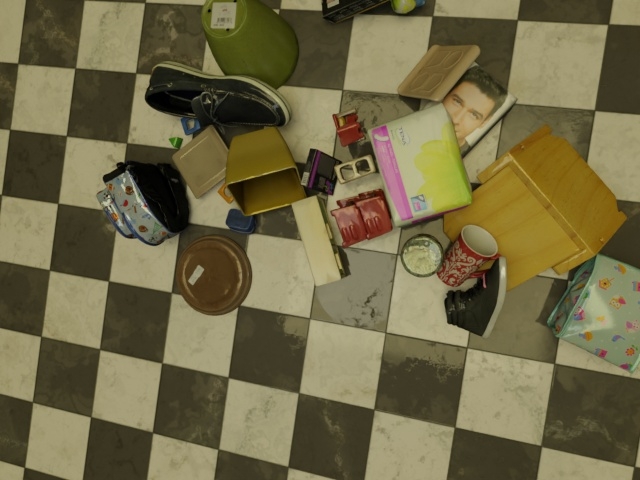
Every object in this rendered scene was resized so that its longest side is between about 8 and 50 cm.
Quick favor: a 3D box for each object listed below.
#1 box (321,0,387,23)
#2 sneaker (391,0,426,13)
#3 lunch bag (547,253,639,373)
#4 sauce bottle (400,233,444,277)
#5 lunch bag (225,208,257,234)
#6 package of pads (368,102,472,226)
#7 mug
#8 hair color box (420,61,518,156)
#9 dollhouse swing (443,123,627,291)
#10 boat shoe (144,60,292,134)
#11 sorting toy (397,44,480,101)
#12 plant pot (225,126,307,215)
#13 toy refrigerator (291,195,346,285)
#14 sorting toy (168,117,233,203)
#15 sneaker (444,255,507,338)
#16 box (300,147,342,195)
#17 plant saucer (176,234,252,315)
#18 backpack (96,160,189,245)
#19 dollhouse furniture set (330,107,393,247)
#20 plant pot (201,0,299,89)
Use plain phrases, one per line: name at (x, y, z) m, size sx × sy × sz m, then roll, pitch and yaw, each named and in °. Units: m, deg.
box at (0.140, -0.833, 1.425) m, size 0.322 × 0.079 × 0.257 m, roll -5°, pitch 90°, yaw 39°
sneaker at (0.250, -0.802, 1.477) m, size 0.126 × 0.091 × 0.240 m, roll -14°, pitch 75°, yaw -18°
lunch bag at (0.794, 0.185, 1.311) m, size 0.223 × 0.160 × 0.262 m, roll 26°, pitch 101°, yaw 12°
sauce bottle at (0.284, 0.036, 1.322) m, size 0.112 × 0.344 × 0.111 m, roll 0°, pitch 91°, yaw 14°
lunch bag at (-0.257, -0.060, 1.582) m, size 0.099 × 0.065 × 0.067 m, roll 13°, pitch 74°, yaw 10°
package of pads at (0.281, -0.208, 1.333) m, size 0.229 × 0.101 × 0.296 m, roll -17°, pitch 87°, yaw 13°
mug at (0.425, 0.064, 1.375) m, size 0.150 × 0.113 × 0.169 m, roll 46°, pitch 138°, yaw 17°
hair color box at (0.372, -0.325, 1.423) m, size 0.185 × 0.113 × 0.374 m, roll 45°, pitch 98°, yaw 9°
dollhouse swing at (0.601, -0.075, 1.402) m, size 0.315 × 0.305 × 0.346 m, roll -33°, pitch 81°, yaw -32°
boat shoe at (-0.331, -0.433, 1.517) m, size 0.500 × 0.186 × 0.156 m, roll 17°, pitch 63°, yaw 11°
sorting toy at (0.345, -0.491, 1.406) m, size 0.038 × 0.208 × 0.193 m, roll 38°, pitch 93°, yaw -33°
plant pot at (-0.177, -0.225, 1.485) m, size 0.212 × 0.212 × 0.187 m, roll -15°, pitch 66°, yaw 2°
toy refrigerator at (0.000, 0.000, 1.507) m, size 0.094 × 0.102 × 0.269 m, roll -17°, pitch 86°, yaw 11°
sorting toy at (-0.385, -0.262, 1.616) m, size 0.196 × 0.047 × 0.347 m, roll -36°, pitch 79°, yaw 14°
sneaker at (0.433, 0.158, 1.356) m, size 0.147 × 0.104 × 0.295 m, roll 12°, pitch 130°, yaw 12°
box at (0.005, -0.209, 1.478) m, size 0.029 × 0.162 × 0.116 m, roll 17°, pitch 93°, yaw 32°
plant saucer at (-0.368, 0.119, 1.618) m, size 0.278 × 0.041 × 0.277 m, roll 0°, pitch 91°, yaw 13°
backpack at (-0.567, -0.111, 1.557) m, size 0.213 × 0.276 × 0.263 m, roll -34°, pitch 90°, yaw 15°
dollhouse furniture set at (0.086, -0.191, 1.407) m, size 0.152 × 0.201 × 0.374 m, roll -18°, pitch 98°, yaw 11°
plant pot at (-0.234, -0.624, 1.460) m, size 0.275 × 0.293 × 0.274 m, roll 0°, pitch 90°, yaw 12°
